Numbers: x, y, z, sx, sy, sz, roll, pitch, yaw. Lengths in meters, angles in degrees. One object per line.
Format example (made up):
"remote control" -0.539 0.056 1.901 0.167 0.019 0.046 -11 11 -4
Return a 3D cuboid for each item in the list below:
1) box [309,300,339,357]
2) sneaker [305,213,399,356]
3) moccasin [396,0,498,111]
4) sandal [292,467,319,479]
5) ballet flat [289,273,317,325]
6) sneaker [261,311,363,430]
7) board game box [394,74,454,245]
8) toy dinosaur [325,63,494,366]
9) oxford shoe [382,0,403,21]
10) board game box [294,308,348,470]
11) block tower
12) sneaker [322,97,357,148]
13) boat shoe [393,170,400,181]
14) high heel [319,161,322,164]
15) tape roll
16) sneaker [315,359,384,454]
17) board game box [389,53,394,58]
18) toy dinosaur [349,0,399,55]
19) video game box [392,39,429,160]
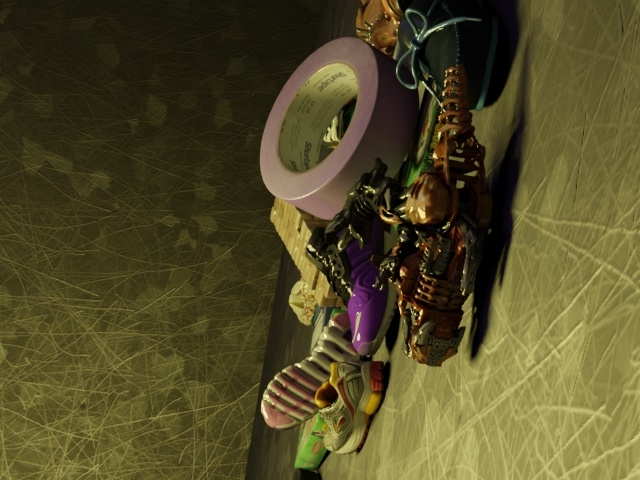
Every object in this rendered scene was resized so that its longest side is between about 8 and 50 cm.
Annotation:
"box" 0.011 0.166 2.336 0.136 0.037 0.225 114 164 -63
"sneaker" 0.045 0.047 1.748 0.102 0.146 0.293 109 170 -52
"moccasin" 0.151 -0.254 1.452 0.342 0.117 0.137 -93 16 -66
"sandal" -0.050 0.509 1.966 0.446 0.107 0.167 174 107 -83
"ballet flat" -0.032 0.129 2.609 0.241 0.077 0.091 112 167 -62
"sneaker" 0.000 0.231 1.847 0.236 0.095 0.104 -45 -23 -23
"board game box" 0.152 -0.128 1.638 0.136 0.030 0.259 -101 23 -68
"toy dinosaur" 0.138 -0.025 1.270 0.321 0.164 0.218 -62 19 -8
"oxford shoe" 0.171 -0.513 1.711 0.133 0.130 0.363 178 103 -77
"board game box" 0.006 0.285 2.082 0.317 0.046 0.213 109 170 -63
"block tower" 0.000 0.000 2.025 0.335 0.097 0.090 -120 38 -54
"sneaker" 0.043 -0.196 1.935 0.302 0.121 0.108 -91 3 -83
"boat shoe" 0.075 -0.101 1.985 0.285 0.089 0.104 160 120 -83
"high heel" -0.022 -0.075 2.502 0.186 0.093 0.261 -36 -26 -52
"tape roll" 0.025 -0.174 1.737 0.275 0.090 0.274 -30 48 38
"sneaker" 0.034 0.252 1.737 0.225 0.093 0.088 106 171 -46
"board game box" 0.109 -0.307 2.327 0.281 0.027 0.145 109 172 -50
"toy dinosaur" 0.113 -0.394 2.056 0.295 0.127 0.200 104 169 -77
"video game box" 0.145 -0.267 1.850 0.187 0.048 0.205 -90 12 -49
